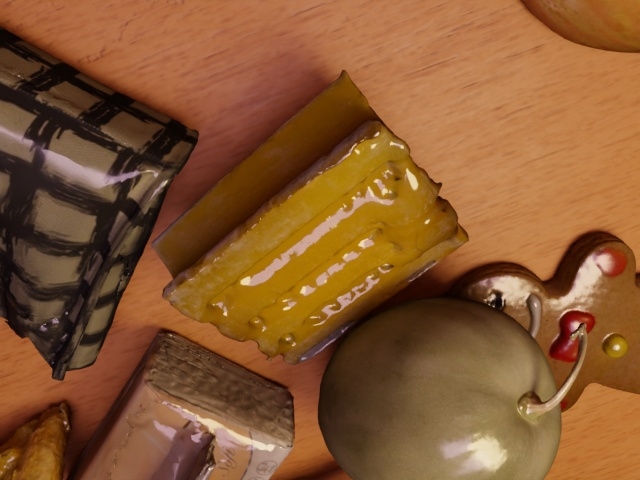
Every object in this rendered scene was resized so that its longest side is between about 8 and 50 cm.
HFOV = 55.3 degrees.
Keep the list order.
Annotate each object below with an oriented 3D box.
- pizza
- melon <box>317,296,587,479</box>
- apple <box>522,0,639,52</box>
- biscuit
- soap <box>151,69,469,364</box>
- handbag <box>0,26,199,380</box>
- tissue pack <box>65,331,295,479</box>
[{"bbox_3d":[-0.461,0.360,0.770,0.287,0.280,0.075,-18,135,14],"label":"pizza"},{"bbox_3d":[0.134,0.192,0.717,0.271,0.308,0.272,0,88,-16],"label":"melon"},{"bbox_3d":[0.338,-0.322,0.581,0.252,0.314,0.309,-47,114,-31],"label":"apple"},{"bbox_3d":[0.376,0.131,0.835,0.432,0.064,0.283,10,111,-9],"label":"biscuit"},{"bbox_3d":[0.000,0.000,0.685,0.281,0.143,0.259,-39,138,8],"label":"soap"},{"bbox_3d":[-0.345,-0.044,0.658,0.325,0.162,0.327,27,115,-11],"label":"handbag"},{"bbox_3d":[-0.197,0.316,0.774,0.238,0.238,0.305,31,106,-16],"label":"tissue pack"}]
